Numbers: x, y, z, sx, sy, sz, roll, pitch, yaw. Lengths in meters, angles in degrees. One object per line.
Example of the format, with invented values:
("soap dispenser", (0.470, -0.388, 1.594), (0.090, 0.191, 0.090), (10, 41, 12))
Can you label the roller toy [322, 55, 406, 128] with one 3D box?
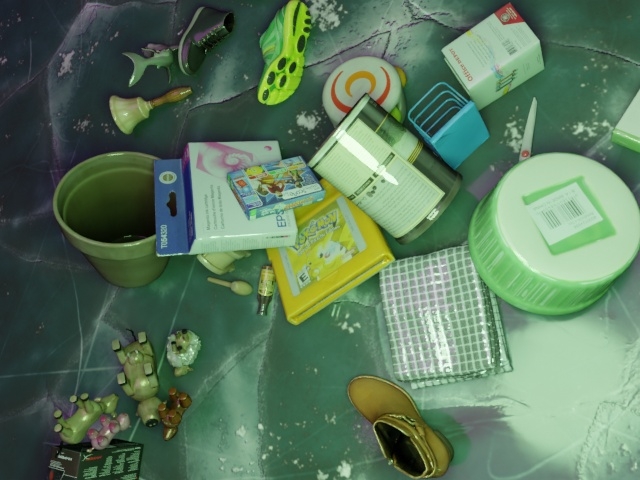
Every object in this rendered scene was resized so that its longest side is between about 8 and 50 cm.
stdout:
("roller toy", (0.111, -0.338, 1.396), (0.191, 0.146, 0.209), (0, 72, 16))

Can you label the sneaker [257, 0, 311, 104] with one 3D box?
("sneaker", (-0.110, -0.513, 1.582), (0.123, 0.109, 0.295), (14, 85, 51))

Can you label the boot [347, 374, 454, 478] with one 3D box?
("boot", (0.137, 0.379, 1.169), (0.283, 0.220, 0.109), (42, 98, 27))

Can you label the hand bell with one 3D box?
("hand bell", (-0.506, -0.423, 1.754), (0.242, 0.126, 0.126), (-17, 71, 8))

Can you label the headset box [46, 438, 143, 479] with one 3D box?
("headset box", (-0.583, 0.670, 1.447), (0.110, 0.218, 0.293), (-1, 78, 27))

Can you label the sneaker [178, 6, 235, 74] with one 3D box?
("sneaker", (-0.342, -0.599, 1.710), (0.118, 0.083, 0.222), (14, 83, 27))

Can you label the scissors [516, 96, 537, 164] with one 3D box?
("scissors", (0.443, -0.174, 1.267), (0.109, 0.021, 0.297), (-8, 76, 26))

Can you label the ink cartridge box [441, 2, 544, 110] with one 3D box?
("ink cartridge box", (0.389, -0.409, 1.288), (0.176, 0.127, 0.128), (-31, 67, 16))

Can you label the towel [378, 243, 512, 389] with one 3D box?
("towel", (0.257, 0.163, 1.220), (0.235, 0.121, 0.284), (-14, 72, 23))

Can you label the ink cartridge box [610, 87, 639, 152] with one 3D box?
("ink cartridge box", (0.724, -0.273, 1.137), (0.171, 0.056, 0.235), (33, 90, 28))

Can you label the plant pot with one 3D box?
("plant pot", (-0.511, -0.024, 1.514), (0.323, 0.280, 0.323), (6, 49, -7))

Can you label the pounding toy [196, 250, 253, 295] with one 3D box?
("pounding toy", (-0.289, 0.034, 1.494), (0.155, 0.154, 0.269), (-42, 64, 11))

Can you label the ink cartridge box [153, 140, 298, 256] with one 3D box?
("ink cartridge box", (-0.243, -0.116, 1.412), (0.330, 0.071, 0.324), (-4, 53, -14))

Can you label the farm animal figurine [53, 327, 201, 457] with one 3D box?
("farm animal figurine", (-0.479, 0.391, 1.459), (0.330, 0.172, 0.327), (-3, 52, -1))

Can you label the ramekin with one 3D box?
("ramekin", (0.450, -0.021, 1.096), (0.303, 0.148, 0.303), (-1, 69, 3))

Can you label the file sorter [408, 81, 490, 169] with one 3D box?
("file sorter", (0.285, -0.256, 1.279), (0.118, 0.170, 0.104), (-45, 61, 10))

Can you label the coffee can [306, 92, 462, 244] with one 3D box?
("coffee can", (0.137, -0.153, 1.238), (0.275, 0.201, 0.201), (39, 97, -8))

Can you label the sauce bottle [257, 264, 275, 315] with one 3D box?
("sauce bottle", (-0.139, 0.129, 1.463), (0.042, 0.042, 0.128), (2, 80, 26))

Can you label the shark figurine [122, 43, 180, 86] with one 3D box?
("shark figurine", (-0.488, -0.532, 1.741), (0.166, 0.278, 0.116), (-2, 117, -3))

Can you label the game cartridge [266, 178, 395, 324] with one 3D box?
("game cartridge", (0.000, 0.000, 1.367), (0.285, 0.052, 0.324), (-35, 48, 15))

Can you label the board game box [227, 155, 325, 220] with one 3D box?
("board game box", (-0.107, -0.130, 1.379), (0.201, 0.035, 0.136), (-16, 55, -24))
